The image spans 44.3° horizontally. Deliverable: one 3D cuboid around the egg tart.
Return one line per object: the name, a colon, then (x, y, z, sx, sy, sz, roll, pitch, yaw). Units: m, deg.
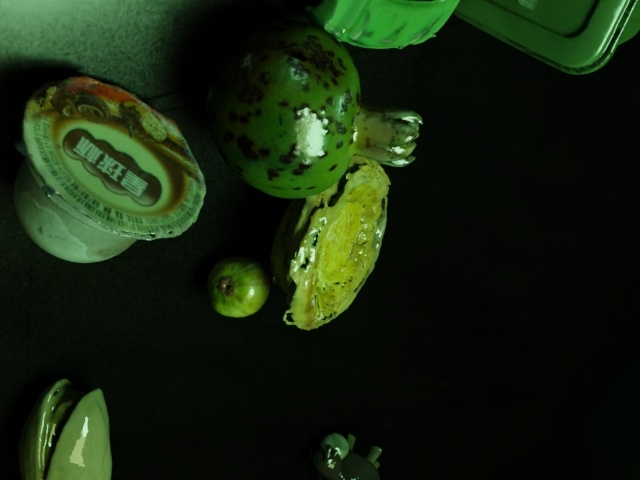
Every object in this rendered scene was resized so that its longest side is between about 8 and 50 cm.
egg tart: (0.000, 0.000, 1.115, 0.291, 0.107, 0.290, -48, 148, -43)

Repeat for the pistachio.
pistachio: (-0.345, 0.286, 1.073, 0.136, 0.136, 0.226, -12, 128, -37)

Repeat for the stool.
stool: (0.053, 0.470, 1.655, 0.217, 0.125, 0.121, 58, 49, -30)

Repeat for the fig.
fig: (-0.114, 0.060, 1.137, 0.093, 0.093, 0.166, -49, -177, 5)

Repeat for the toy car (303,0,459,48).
toy car: (0.116, -0.366, 0.834, 0.213, 0.176, 0.358, -8, 131, -39)

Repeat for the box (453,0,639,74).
box: (0.326, -0.398, 0.967, 0.178, 0.253, 0.328, -23, 141, -49)

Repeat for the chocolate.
chocolate: (-0.240, -0.059, 0.818, 0.221, 0.221, 0.147, 3, 151, -46)

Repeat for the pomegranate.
pomegranate: (-0.010, -0.139, 0.888, 0.248, 0.202, 0.202, 8, 132, 4)
